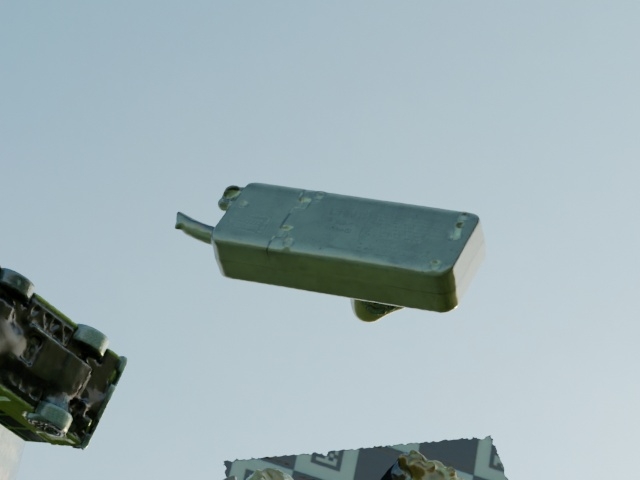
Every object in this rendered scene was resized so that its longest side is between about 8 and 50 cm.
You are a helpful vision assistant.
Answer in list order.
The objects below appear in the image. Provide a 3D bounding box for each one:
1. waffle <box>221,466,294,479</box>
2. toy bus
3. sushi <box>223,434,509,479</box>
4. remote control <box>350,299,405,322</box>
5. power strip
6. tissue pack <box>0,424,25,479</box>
[{"bbox_3d":[0.024,0.270,1.041,0.302,0.325,0.068,42,-79,-10],"label":"waffle"},{"bbox_3d":[-0.240,0.079,1.201,0.101,0.088,0.175,-3,-36,45],"label":"toy bus"},{"bbox_3d":[0.076,0.275,1.237,0.264,0.290,0.050,-2,-33,-22],"label":"sushi"},{"bbox_3d":[0.054,0.037,1.771,0.074,0.032,0.122,-26,-52,6],"label":"remote control"},{"bbox_3d":[0.000,0.000,1.450,0.288,0.093,0.053,9,-47,26],"label":"power strip"},{"bbox_3d":[-0.354,0.241,1.394,0.103,0.315,0.228,11,-10,17],"label":"tissue pack"}]
